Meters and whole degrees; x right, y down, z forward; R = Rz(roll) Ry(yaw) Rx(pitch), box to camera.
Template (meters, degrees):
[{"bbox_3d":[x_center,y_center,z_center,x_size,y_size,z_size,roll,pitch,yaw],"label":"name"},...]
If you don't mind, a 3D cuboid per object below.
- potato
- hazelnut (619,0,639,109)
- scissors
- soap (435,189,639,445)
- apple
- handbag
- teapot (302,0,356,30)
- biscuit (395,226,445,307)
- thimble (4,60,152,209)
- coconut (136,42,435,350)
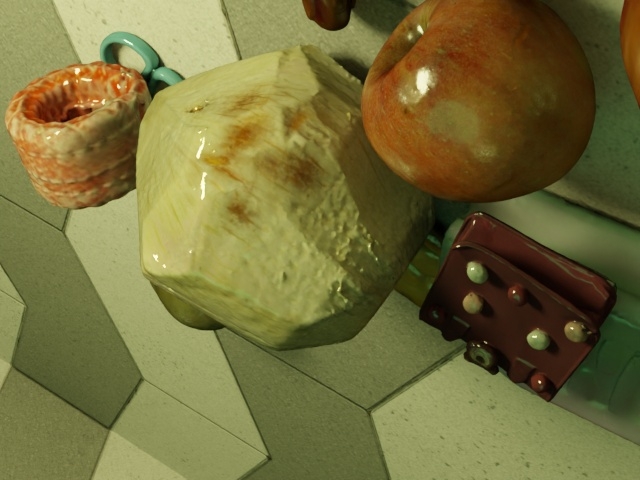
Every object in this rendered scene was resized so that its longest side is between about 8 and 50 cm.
[{"bbox_3d":[-0.238,0.070,1.791,0.235,0.160,0.178,31,110,37],"label":"potato"},{"bbox_3d":[0.402,-0.185,0.701,0.365,0.366,0.366,25,145,20],"label":"hazelnut"},{"bbox_3d":[-0.348,-0.201,1.678,0.192,0.029,0.447,43,147,-6],"label":"scissors"},{"bbox_3d":[0.377,0.114,1.243,0.446,0.156,0.261,25,144,19],"label":"soap"},{"bbox_3d":[0.175,-0.151,1.050,0.253,0.253,0.254,25,145,20],"label":"apple"},{"bbox_3d":[0.228,0.087,1.150,0.203,0.074,0.216,33,144,12],"label":"handbag"},{"bbox_3d":[0.015,-0.319,1.151,0.098,0.078,0.129,-118,14,-61],"label":"teapot"},{"bbox_3d":[0.163,0.049,1.475,0.260,0.041,0.203,43,147,-4],"label":"biscuit"},{"bbox_3d":[-0.367,-0.170,1.498,0.239,0.239,0.162,15,136,32],"label":"thimble"},{"bbox_3d":[-0.065,-0.059,1.256,0.415,0.415,0.345,37,126,3],"label":"coconut"}]
